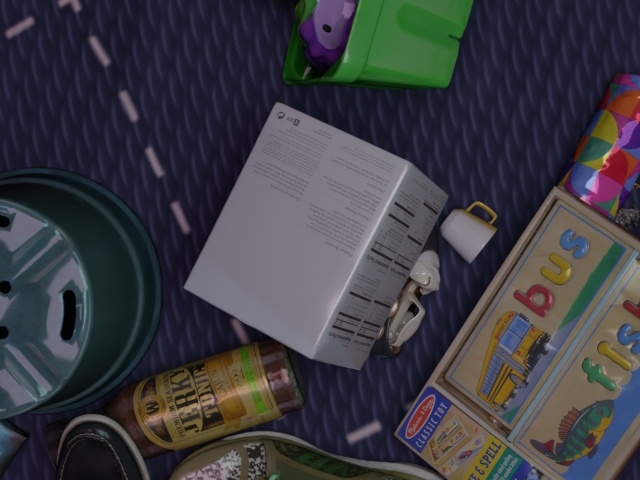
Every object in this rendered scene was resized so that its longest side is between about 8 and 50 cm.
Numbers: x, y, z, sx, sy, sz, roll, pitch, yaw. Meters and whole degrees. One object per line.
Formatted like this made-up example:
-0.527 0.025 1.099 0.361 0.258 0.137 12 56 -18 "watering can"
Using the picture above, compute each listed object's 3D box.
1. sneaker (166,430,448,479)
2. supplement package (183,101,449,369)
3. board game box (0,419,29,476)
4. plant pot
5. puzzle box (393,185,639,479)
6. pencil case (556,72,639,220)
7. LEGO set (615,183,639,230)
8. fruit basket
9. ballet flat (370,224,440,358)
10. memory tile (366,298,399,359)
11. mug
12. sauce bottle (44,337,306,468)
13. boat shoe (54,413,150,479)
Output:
-0.004 0.349 1.566 0.410 0.182 0.158 5 91 -2 "sneaker"
0.000 0.000 1.523 0.199 0.198 0.263 27 90 22 "supplement package"
-0.502 0.310 1.626 0.126 0.026 0.186 34 90 -3 "board game box"
-0.382 0.071 1.473 0.341 0.334 0.341 0 90 -1 "plant pot"
0.304 0.169 1.534 0.272 0.052 0.409 37 106 26 "puzzle box"
0.398 -0.113 1.612 0.104 0.104 0.236 31 91 -2 "pencil case"
0.423 -0.042 1.650 0.054 0.023 0.083 -5 92 -2 "LEGO set"
0.007 -0.383 1.526 0.392 0.283 0.392 -2 97 -19 "fruit basket"
0.124 0.071 1.617 0.074 0.074 0.203 26 93 -2 "ballet flat"
0.025 0.088 1.613 0.148 0.012 0.113 35 95 23 "memory tile"
0.201 -0.014 1.634 0.064 0.078 0.062 38 123 6 "mug"
-0.194 0.228 1.593 0.344 0.111 0.111 -20 92 1 "sauce bottle"
-0.290 0.395 1.542 0.127 0.113 0.340 5 111 1 "boat shoe"
